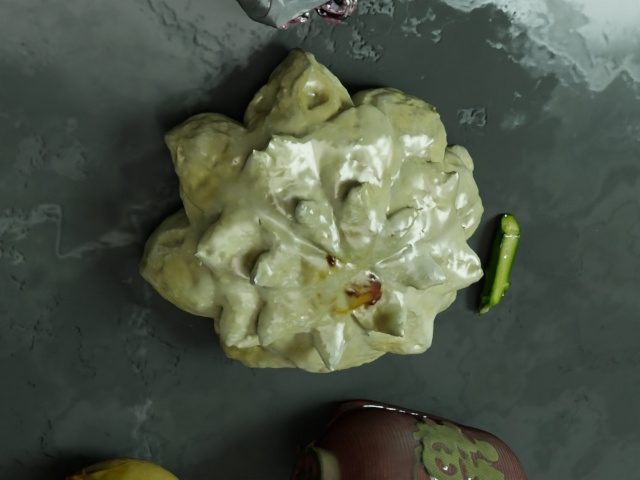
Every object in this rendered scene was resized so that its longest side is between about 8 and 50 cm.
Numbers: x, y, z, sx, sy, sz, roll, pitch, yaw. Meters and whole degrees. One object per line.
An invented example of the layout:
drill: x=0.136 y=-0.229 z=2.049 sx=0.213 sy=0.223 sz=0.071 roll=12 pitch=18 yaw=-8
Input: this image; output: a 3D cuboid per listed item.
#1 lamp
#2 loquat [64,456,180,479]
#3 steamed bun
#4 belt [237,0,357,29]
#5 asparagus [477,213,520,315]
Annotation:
lamp: x=0.094 y=0.245 z=1.013 sx=0.258 sy=0.180 sz=0.180 roll=15 pitch=112 yaw=-26
loquat: x=-0.179 y=0.269 z=0.950 sx=0.163 sy=0.137 sz=0.163 roll=-13 pitch=114 yaw=-31
steamed bun: x=0.000 y=0.000 z=0.863 sx=0.292 sy=0.137 sz=0.295 roll=-6 pitch=121 yaw=-11
belt: x=-0.076 y=-0.221 z=0.763 sx=0.232 sy=0.053 sz=0.071 roll=30 pitch=96 yaw=-30
asparagus: x=0.166 y=0.027 z=0.996 sx=0.025 sy=0.021 sz=0.108 roll=1 pitch=117 yaw=-20
